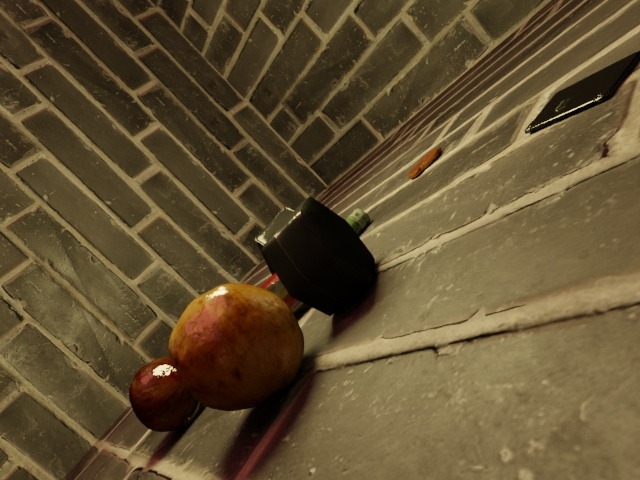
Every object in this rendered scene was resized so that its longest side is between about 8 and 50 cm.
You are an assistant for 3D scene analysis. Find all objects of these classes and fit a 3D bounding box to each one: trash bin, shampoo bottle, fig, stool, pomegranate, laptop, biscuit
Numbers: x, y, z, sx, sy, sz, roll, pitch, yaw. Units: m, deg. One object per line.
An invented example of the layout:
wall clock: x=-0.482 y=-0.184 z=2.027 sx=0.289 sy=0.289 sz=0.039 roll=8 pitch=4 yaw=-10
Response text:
trash bin: x=-0.106 y=0.032 z=1.523 sx=0.165 sy=0.114 sz=0.226 roll=-50 pitch=-28 yaw=-27
shampoo bottle: x=0.068 y=-0.008 z=1.361 sx=0.204 sy=0.065 sz=0.065 roll=-48 pitch=8 yaw=-23
fig: x=-0.395 y=0.404 z=1.210 sx=0.205 sy=0.205 sz=0.205 roll=-44 pitch=8 yaw=8
stool: x=0.000 y=0.033 z=0.952 sx=0.141 sy=0.232 sz=0.232 roll=-44 pitch=8 yaw=19
pomegranate: x=-0.149 y=0.188 z=0.830 sx=0.248 sy=0.248 sz=0.248 roll=-44 pitch=8 yaw=8
laptop: x=0.462 y=-0.260 z=0.812 sx=0.129 sy=0.016 sz=0.180 roll=-48 pitch=9 yaw=-16
biscuit: x=0.322 y=-0.238 z=1.404 sx=0.130 sy=0.019 sz=0.102 roll=-45 pitch=7 yaw=2

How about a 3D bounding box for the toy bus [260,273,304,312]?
toy bus: x=-0.103 y=0.152 z=1.191 sx=0.265 sy=0.120 sz=0.121 roll=-42 pitch=7 yaw=11
